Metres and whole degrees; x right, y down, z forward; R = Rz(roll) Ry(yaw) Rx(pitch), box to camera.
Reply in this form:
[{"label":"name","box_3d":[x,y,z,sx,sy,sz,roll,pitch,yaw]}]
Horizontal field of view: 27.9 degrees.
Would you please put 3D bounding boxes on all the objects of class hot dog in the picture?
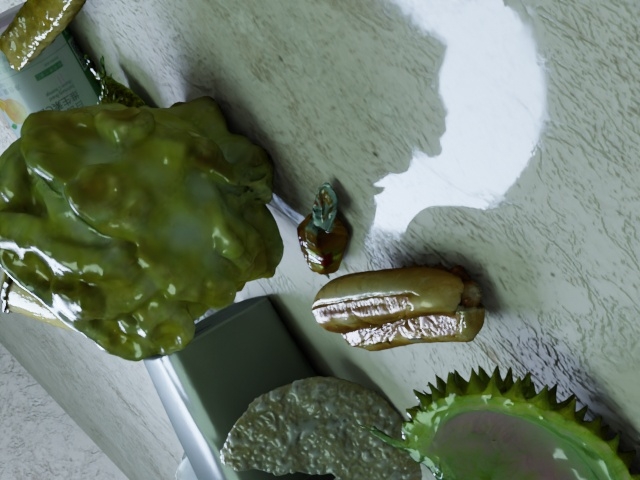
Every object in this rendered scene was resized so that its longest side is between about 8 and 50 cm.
[{"label":"hot dog","box_3d":[0.075,0.060,1.279,0.102,0.076,0.249,31,159,-22]}]

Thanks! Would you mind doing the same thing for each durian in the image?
[{"label":"durian","box_3d":[0.214,0.258,1.180,0.352,0.169,0.158,56,159,-6]},{"label":"durian","box_3d":[-0.245,-0.138,1.636,0.100,0.086,0.215,52,165,42]}]

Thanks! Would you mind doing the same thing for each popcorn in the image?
[{"label":"popcorn","box_3d":[-0.215,-0.031,1.436,0.312,0.312,0.312,43,156,24]}]

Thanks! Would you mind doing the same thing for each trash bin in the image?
[{"label":"trash bin","box_3d":[-0.100,0.223,1.710,0.250,0.219,0.220,62,156,-5]}]

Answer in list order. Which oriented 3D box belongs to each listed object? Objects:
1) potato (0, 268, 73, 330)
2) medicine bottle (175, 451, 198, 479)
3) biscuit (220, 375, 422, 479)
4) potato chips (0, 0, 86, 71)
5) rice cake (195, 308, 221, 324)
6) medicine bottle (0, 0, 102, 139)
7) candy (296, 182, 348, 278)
[{"label":"potato","box_3d":[-0.327,0.034,1.860,0.242,0.242,0.285,55,-179,-5]},{"label":"medicine bottle","box_3d":[-0.067,0.450,2.010,0.190,0.190,0.332,12,135,59]},{"label":"biscuit","box_3d":[0.007,0.234,1.578,0.250,0.133,0.032,10,-178,4]},{"label":"potato chips","box_3d":[-0.280,-0.291,1.446,0.057,0.080,0.407,47,151,-11]},{"label":"rice cake","box_3d":[-0.165,0.147,1.931,0.049,0.055,0.270,50,161,19]},{"label":"medicine bottle","box_3d":[-0.348,-0.174,1.706,0.133,0.133,0.274,16,139,57]},{"label":"candy","box_3d":[0.000,0.000,1.384,0.053,0.046,0.182,47,160,18]}]
